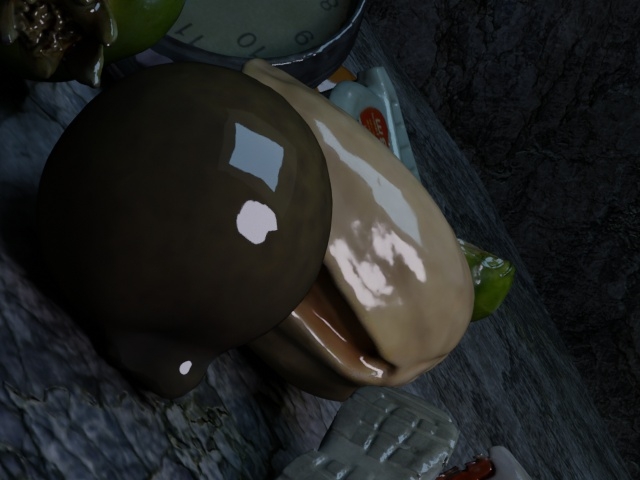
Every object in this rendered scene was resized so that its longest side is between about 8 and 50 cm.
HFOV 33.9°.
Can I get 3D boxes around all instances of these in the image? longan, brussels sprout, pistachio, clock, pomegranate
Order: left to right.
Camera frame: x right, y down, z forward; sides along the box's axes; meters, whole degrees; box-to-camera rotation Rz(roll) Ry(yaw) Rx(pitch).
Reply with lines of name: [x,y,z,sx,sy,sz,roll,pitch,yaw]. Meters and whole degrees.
pomegranate: [-0.163,-0.175,0.653,0.187,0.187,0.225,47,16,-40]
longan: [-0.082,-0.005,0.637,0.185,0.204,0.159,3,8,-39]
clock: [-0.086,-0.256,0.972,0.280,0.280,0.055,62,-27,17]
pistachio: [0.000,0.000,0.818,0.299,0.187,0.187,53,14,-19]
brussels sprout: [0.212,0.062,1.615,0.151,0.122,0.149,25,1,10]

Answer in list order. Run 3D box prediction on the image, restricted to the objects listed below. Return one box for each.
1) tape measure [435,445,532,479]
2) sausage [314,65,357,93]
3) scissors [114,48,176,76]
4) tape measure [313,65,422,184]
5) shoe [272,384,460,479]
tape measure: [0.208,0.340,0.959,0.265,0.130,0.258,40,21,-54]
sausage: [0.011,-0.163,1.379,0.136,0.120,0.241,50,7,35]
scissors: [-0.173,-0.171,0.870,0.242,0.030,0.118,48,-19,-7]
tape measure: [0.020,-0.038,1.034,0.246,0.125,0.243,-24,96,-64]
shoe: [0.015,0.197,0.700,0.099,0.125,0.227,26,35,14]
